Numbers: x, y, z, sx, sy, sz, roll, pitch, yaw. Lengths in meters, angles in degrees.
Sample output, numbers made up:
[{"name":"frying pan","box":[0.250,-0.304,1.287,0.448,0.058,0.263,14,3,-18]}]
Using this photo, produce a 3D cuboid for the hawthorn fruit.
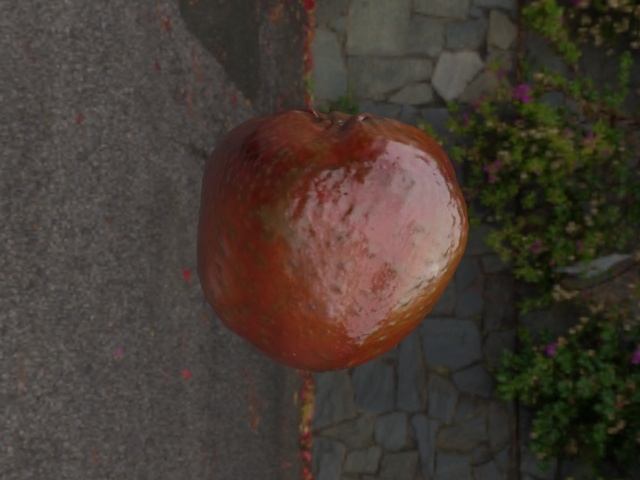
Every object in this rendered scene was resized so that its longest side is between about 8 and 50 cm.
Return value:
[{"name":"hawthorn fruit","box":[0.000,0.000,0.825,0.299,0.275,0.275,-63,177,27]}]
